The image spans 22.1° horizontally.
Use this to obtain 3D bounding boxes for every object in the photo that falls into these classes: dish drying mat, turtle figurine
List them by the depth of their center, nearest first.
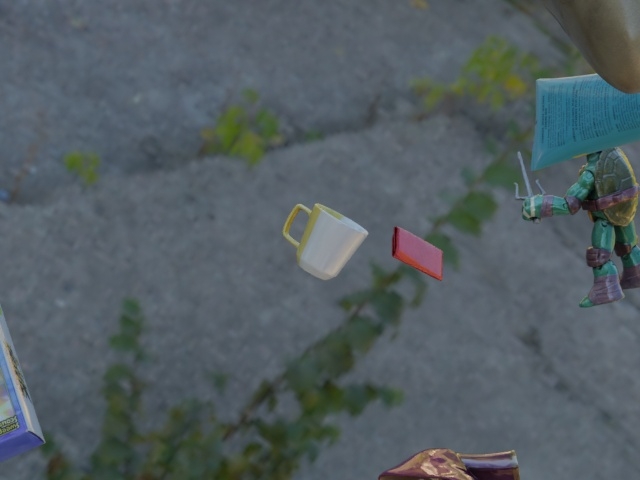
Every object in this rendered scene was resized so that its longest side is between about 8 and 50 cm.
[{"bbox_3d":[0.094,0.013,1.582,0.083,0.008,0.032,27,59,-50],"label":"dish drying mat"},{"bbox_3d":[0.320,-0.049,1.916,0.175,0.118,0.234,-18,95,-31],"label":"turtle figurine"}]

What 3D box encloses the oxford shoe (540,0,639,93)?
[{"bbox_3d":[0.091,-0.204,0.983,0.130,0.123,0.348,-26,60,-12],"label":"oxford shoe"}]

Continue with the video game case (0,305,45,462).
[{"bbox_3d":[-0.446,0.148,1.687,0.061,0.269,0.244,63,4,-66],"label":"video game case"}]

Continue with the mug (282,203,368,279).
[{"bbox_3d":[0.004,0.002,1.674,0.062,0.064,0.078,24,9,-32],"label":"mug"}]

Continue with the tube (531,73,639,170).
[{"bbox_3d":[0.244,-0.108,1.339,0.052,0.207,0.080,16,76,-34],"label":"tube"}]

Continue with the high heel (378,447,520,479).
[{"bbox_3d":[0.157,0.344,1.955,0.181,0.127,0.377,-8,7,5],"label":"high heel"}]
